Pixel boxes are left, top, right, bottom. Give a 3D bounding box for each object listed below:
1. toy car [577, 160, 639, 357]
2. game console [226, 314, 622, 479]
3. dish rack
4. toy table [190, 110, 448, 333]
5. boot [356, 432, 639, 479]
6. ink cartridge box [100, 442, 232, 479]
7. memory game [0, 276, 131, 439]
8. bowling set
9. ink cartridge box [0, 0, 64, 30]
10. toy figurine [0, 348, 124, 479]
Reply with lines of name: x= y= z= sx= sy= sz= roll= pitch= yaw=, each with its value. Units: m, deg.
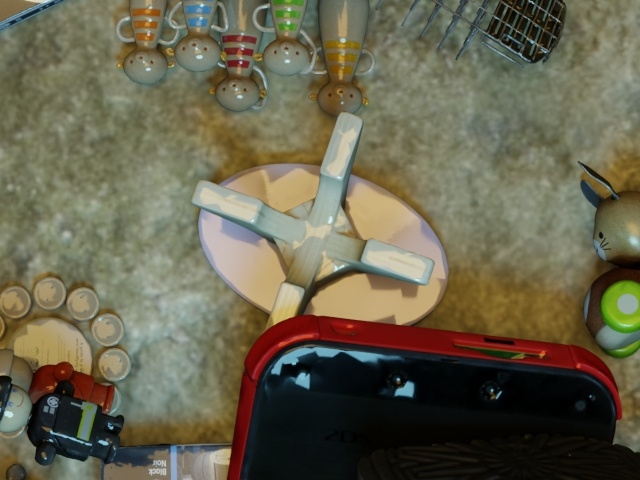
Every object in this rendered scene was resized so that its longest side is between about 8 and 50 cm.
toy car: x=0.314 y=0.007 z=1.931 sx=0.149 sy=0.155 sz=0.188 roll=-29 pitch=74 yaw=-2
game console: x=0.098 y=0.255 z=1.875 sx=0.387 sy=0.060 sz=0.342 roll=7 pitch=108 yaw=-8
dish rack: x=0.130 y=-0.274 z=1.952 sx=0.272 sy=0.208 sz=0.074 roll=31 pitch=128 yaw=-4
toy table: x=0.000 y=0.000 z=1.931 sx=0.274 sy=0.161 sz=0.252 roll=7 pitch=83 yaw=4
boot: x=0.175 y=0.329 z=1.808 sx=0.348 sy=0.131 sz=0.260 roll=0 pitch=113 yaw=-11
ink cartridge box: x=-0.145 y=0.379 z=1.940 sx=0.165 sy=0.065 sz=0.332 roll=-3 pitch=84 yaw=1
memory game: x=-0.295 y=0.131 z=1.998 sx=0.186 sy=0.012 sz=0.186 roll=0 pitch=83 yaw=2
bowling set: x=-0.089 y=-0.222 z=1.946 sx=0.287 sy=0.200 sz=0.154 roll=2 pitch=85 yaw=6
ink cartridge box: x=-0.395 y=-0.322 z=2.039 sx=0.208 sy=0.045 sz=0.206 roll=-26 pitch=84 yaw=0
toy figurine: x=-0.301 y=0.226 z=1.877 sx=0.148 sy=0.213 sz=0.209 roll=18 pitch=97 yaw=-13
